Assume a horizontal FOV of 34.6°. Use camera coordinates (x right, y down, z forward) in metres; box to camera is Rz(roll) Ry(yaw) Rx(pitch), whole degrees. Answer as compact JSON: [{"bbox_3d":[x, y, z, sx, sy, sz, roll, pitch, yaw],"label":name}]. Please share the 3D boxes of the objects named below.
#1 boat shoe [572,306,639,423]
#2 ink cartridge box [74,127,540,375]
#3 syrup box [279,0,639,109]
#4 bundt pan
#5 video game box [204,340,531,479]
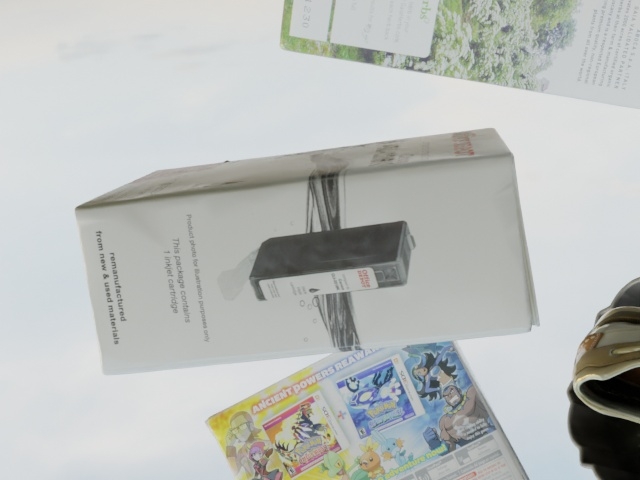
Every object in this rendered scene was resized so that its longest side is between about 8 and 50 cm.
[{"bbox_3d":[0.359,0.132,0.848,0.302,0.113,0.103,5,-155,32],"label":"boat shoe"},{"bbox_3d":[0.000,0.000,0.705,0.273,0.114,0.197,-6,-170,7],"label":"ink cartridge box"},{"bbox_3d":[0.102,-0.146,0.594,0.237,0.093,0.096,9,-157,3],"label":"syrup box"},{"bbox_3d":[0.496,0.202,1.407,0.124,0.331,0.331,24,-169,-21],"label":"bundt pan"},{"bbox_3d":[0.042,0.175,0.793,0.205,0.187,0.048,-28,175,9],"label":"video game box"}]
